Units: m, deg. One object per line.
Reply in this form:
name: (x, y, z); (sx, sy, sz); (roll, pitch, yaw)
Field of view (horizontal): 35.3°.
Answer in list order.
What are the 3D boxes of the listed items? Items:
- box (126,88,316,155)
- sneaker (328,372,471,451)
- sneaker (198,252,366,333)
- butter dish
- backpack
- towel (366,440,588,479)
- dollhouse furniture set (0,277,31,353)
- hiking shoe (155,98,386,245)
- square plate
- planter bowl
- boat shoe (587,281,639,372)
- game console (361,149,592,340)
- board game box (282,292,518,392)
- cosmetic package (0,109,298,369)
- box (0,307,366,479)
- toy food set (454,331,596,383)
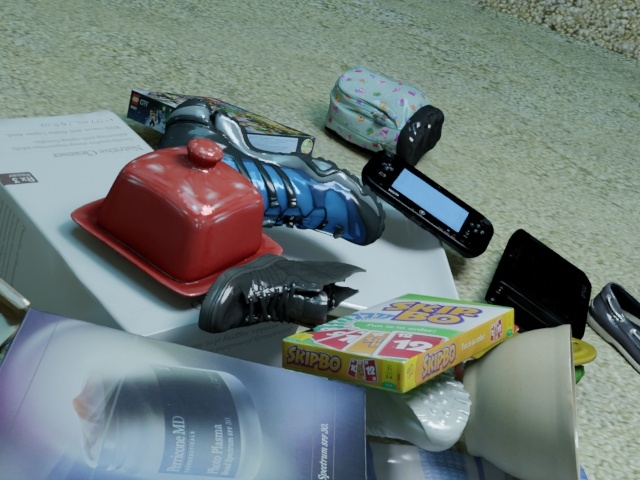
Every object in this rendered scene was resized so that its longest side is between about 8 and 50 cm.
box: (-0.144, -0.162, 1.439); (0.233, 0.044, 0.159); (26, 19, 40)
sneaker: (0.071, 0.159, 0.994); (0.090, 0.094, 0.235); (17, 10, -21)
sneaker: (-0.032, 0.051, 0.910); (0.089, 0.051, 0.170); (20, 24, 19)
butter dish: (-0.122, -0.041, 0.947); (0.160, 0.118, 0.160); (33, 32, 21)
backpack: (0.100, -0.203, 1.652); (0.182, 0.115, 0.152); (27, 33, 18)
towel: (0.163, 0.279, 0.970); (0.285, 0.034, 0.209); (10, 32, -15)
dollhouse furniture set: (-0.400, 0.090, 0.844); (0.242, 0.161, 0.212); (37, 60, 6)
hiking shoe: (-0.070, -0.049, 1.245); (0.304, 0.113, 0.132); (24, 60, -3)
square plate: (0.000, 0.000, 1.324); (0.344, 0.049, 0.347); (12, 30, -11)
planter bowl: (0.200, 0.167, 1.010); (0.109, 0.162, 0.162); (-4, 26, 16)
boat shoe: (0.443, 0.132, 1.338); (0.075, 0.065, 0.206); (-10, 41, -40)
game console: (0.209, 0.000, 1.368); (0.361, 0.044, 0.213); (35, 26, 3)
board game box: (0.087, 0.090, 0.964); (0.124, 0.039, 0.259); (7, 9, 32)
cosmetic package: (-0.221, 0.024, 1.051); (0.217, 0.156, 0.385); (-13, 42, -44)
box: (-0.126, 0.228, 0.746); (0.294, 0.182, 0.296); (14, 29, -7)
toy food set: (0.227, 0.159, 1.184); (0.218, 0.071, 0.128); (-4, 13, -37)
